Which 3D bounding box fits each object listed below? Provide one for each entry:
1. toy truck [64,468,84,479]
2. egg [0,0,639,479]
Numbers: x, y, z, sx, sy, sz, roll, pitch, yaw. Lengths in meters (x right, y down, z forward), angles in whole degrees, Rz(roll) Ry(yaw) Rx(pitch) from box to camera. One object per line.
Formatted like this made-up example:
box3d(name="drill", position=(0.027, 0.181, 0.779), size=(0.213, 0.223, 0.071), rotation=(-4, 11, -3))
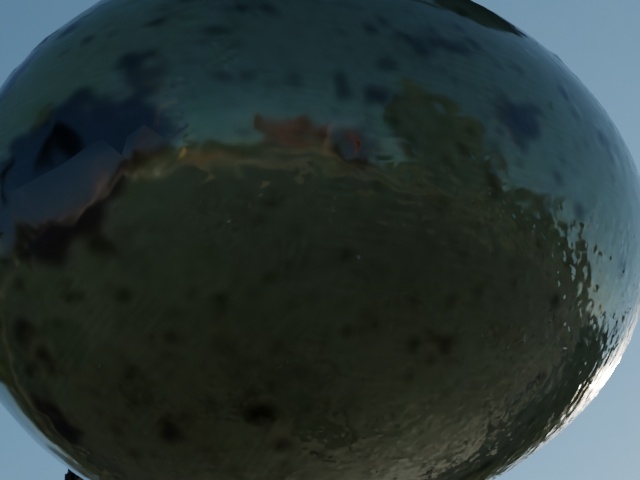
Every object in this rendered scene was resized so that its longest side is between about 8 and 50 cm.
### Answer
box3d(name="toy truck", position=(-0.119, 0.239, 1.293), size=(0.126, 0.208, 0.113), rotation=(14, -7, 25))
box3d(name="egg", position=(0.000, 0.000, 0.940), size=(0.379, 0.287, 0.287), rotation=(-10, -29, -36))
